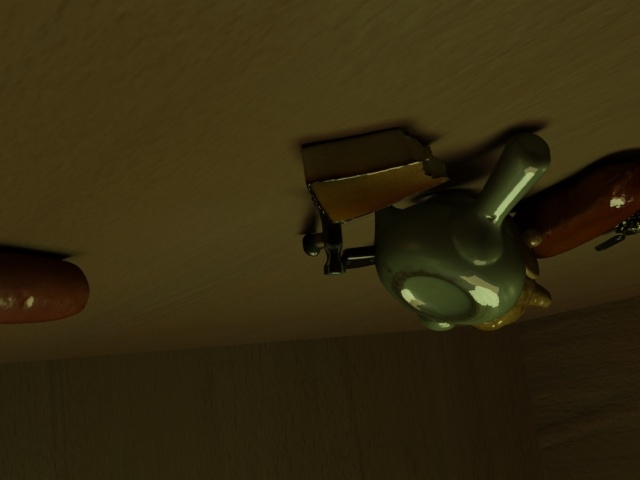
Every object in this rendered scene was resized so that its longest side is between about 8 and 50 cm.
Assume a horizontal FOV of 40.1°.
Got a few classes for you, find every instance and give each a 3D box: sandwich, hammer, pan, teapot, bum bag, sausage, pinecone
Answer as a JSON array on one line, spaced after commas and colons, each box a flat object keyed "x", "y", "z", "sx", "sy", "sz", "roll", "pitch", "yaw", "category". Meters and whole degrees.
[{"x": 0.072, "y": -0.075, "z": 1.052, "sx": 0.162, "sy": 0.058, "sz": 0.193, "roll": -10, "pitch": 166, "yaw": 7, "category": "sandwich"}, {"x": 0.001, "y": 0.000, "z": 1.314, "sx": 0.033, "sy": 0.111, "sz": 0.287, "roll": -4, "pitch": 176, "yaw": -7, "category": "hammer"}, {"x": 0.637, "y": -0.023, "z": 1.788, "sx": 0.136, "sy": 0.028, "sz": 0.235, "roll": -3, "pitch": 164, "yaw": -23, "category": "pan"}, {"x": 0.209, "y": 0.002, "z": 1.161, "sx": 0.220, "sy": 0.149, "sz": 0.318, "roll": 38, "pitch": 147, "yaw": -26, "category": "teapot"}, {"x": 0.266, "y": 0.021, "z": 1.377, "sx": 0.167, "sy": 0.203, "sz": 0.311, "roll": -32, "pitch": 125, "yaw": 21, "category": "teapot"}, {"x": 0.093, "y": 0.038, "z": 1.713, "sx": 0.109, "sy": 0.026, "sz": 0.159, "roll": -8, "pitch": 169, "yaw": -5, "category": "bum bag"}, {"x": -0.457, "y": 0.068, "z": 1.269, "sx": 0.113, "sy": 0.114, "sz": 0.259, "roll": -13, "pitch": 169, "yaw": 25, "category": "sausage"}, {"x": 0.481, "y": -0.054, "z": 1.394, "sx": 0.077, "sy": 0.083, "sz": 0.077, "roll": -30, "pitch": 168, "yaw": -7, "category": "pinecone"}, {"x": 0.400, "y": -0.042, "z": 1.360, "sx": 0.097, "sy": 0.094, "sz": 0.348, "roll": -10, "pitch": 170, "yaw": -19, "category": "sausage"}]

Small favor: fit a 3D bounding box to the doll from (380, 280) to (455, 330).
[{"x": 0.263, "y": 0.057, "z": 1.592, "sx": 0.258, "sy": 0.154, "sz": 0.228, "roll": -1, "pitch": -154, "yaw": -31, "category": "doll"}]

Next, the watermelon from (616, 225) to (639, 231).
[{"x": 0.540, "y": -0.072, "z": 1.466, "sx": 0.181, "sy": 0.092, "sz": 0.075, "roll": -15, "pitch": -149, "yaw": 20, "category": "watermelon"}]
